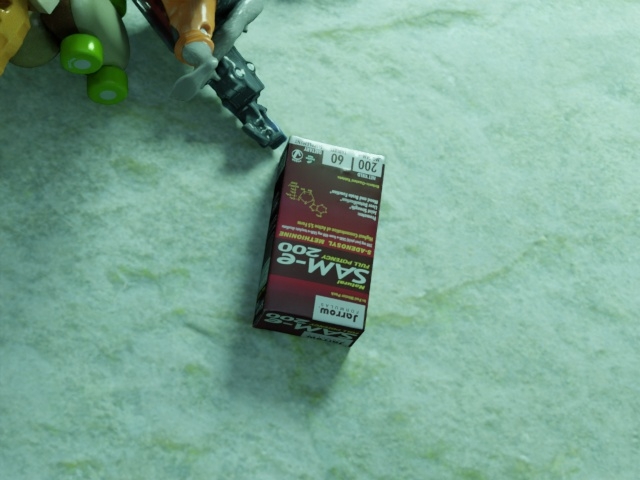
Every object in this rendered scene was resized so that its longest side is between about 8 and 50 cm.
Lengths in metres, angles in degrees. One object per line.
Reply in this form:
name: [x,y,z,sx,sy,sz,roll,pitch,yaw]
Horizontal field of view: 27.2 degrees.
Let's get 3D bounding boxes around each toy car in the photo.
toy car: [-0.345,-0.251,1.650,0.188,0.149,0.155,-11,64,12]

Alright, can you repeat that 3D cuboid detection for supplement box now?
supplement box: [0.000,0.000,1.639,0.130,0.073,0.239,12,67,-10]

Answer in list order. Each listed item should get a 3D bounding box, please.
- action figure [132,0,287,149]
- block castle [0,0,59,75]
action figure: [-0.122,-0.272,1.621,0.341,0.178,0.330,50,20,-8]
block castle: [-0.438,-0.383,1.530,0.303,0.213,0.453,13,64,33]
